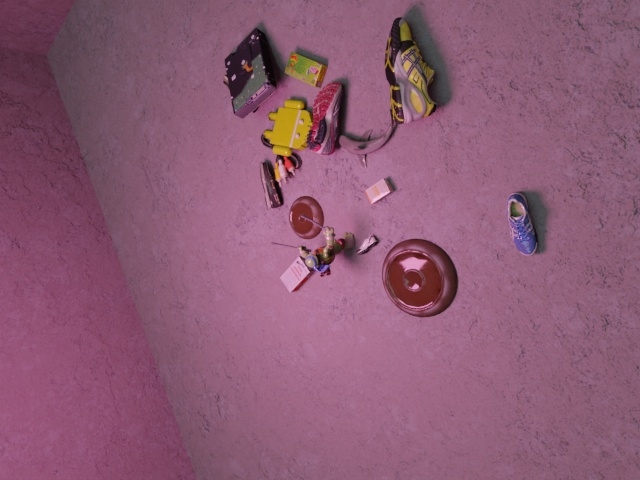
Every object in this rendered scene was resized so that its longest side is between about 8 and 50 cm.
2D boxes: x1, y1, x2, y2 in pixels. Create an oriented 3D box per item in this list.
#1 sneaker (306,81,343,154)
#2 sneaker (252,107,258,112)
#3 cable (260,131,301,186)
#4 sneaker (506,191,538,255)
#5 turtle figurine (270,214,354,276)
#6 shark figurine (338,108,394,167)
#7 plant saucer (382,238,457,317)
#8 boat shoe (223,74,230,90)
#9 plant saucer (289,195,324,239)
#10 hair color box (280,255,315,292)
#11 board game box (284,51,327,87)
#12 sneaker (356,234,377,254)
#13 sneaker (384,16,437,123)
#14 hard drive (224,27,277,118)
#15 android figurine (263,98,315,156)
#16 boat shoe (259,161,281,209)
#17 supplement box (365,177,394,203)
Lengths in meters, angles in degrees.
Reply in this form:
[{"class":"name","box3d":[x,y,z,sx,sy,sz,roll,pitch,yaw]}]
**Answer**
[{"class":"sneaker","box3d":[0.031,-0.497,1.733,0.121,0.112,0.299,19,93,49]},{"class":"sneaker","box3d":[-0.276,-0.665,1.950,0.077,0.072,0.178,41,120,22]},{"class":"cable","box3d":[-0.186,-0.394,1.928,0.139,0.072,0.287,-33,77,30]},{"class":"sneaker","box3d":[0.641,-0.049,1.371,0.080,0.081,0.211,-18,88,35]},{"class":"turtle figurine","box3d":[0.000,0.000,1.733,0.275,0.266,0.197,39,118,25]},{"class":"shark figurine","box3d":[0.184,-0.381,1.635,0.278,0.116,0.166,-19,87,39]},{"class":"plant saucer","box3d":[0.364,0.150,1.629,0.311,0.050,0.310,8,103,36]},{"class":"boat shoe","box3d":[-0.422,-0.747,2.058,0.152,0.056,0.049,51,128,30]},{"class":"plant saucer","box3d":[-0.074,-0.101,1.917,0.199,0.036,0.198,7,103,35]},{"class":"hair color box","box3d":[-0.105,0.155,1.971,0.167,0.053,0.093,-48,69,33]},{"class":"board game box","box3d":[-0.063,-0.724,1.800,0.181,0.043,0.092,34,115,27]},{"class":"sneaker","box3d":[0.188,0.019,1.747,0.109,0.040,0.043,-41,57,30]},{"class":"sneaker","box3d":[0.316,-0.600,1.508,0.147,0.145,0.384,-5,85,-1]},{"class":"hard drive","box3d":[-0.318,-0.750,1.910,0.237,0.064,0.338,-30,62,32]},{"class":"android figurine","box3d":[-0.129,-0.490,1.859,0.273,0.056,0.248,20,96,33]},{"class":"boat shoe","box3d":[-0.237,-0.260,1.992,0.081,0.069,0.227,153,107,-76]},{"class":"supplement box","box3d":[0.232,-0.194,1.674,0.098,0.036,0.062,-32,79,36]}]
